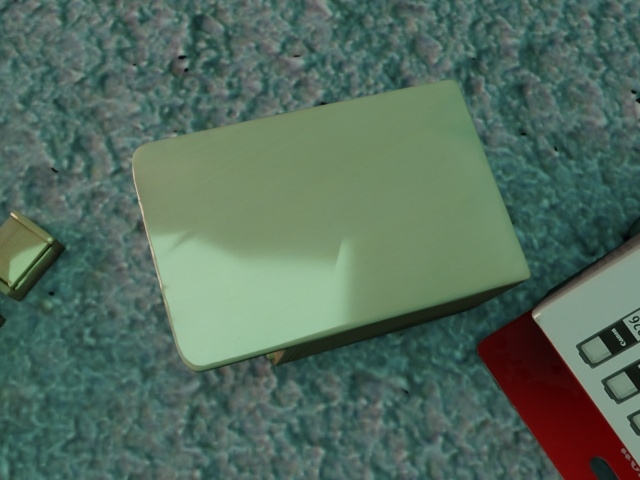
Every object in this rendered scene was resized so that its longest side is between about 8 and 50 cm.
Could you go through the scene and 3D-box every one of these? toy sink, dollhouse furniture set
[{"bbox_3d":[0.000,0.000,0.504,0.234,0.131,0.152,-15,76,-12],"label":"toy sink"},{"bbox_3d":[-0.318,0.019,0.492,0.161,0.101,0.182,34,76,6],"label":"dollhouse furniture set"}]

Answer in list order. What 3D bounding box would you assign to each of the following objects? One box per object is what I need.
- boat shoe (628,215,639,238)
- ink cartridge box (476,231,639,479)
[{"bbox_3d":[0.363,0.091,0.537,0.099,0.116,0.319,-35,85,32],"label":"boat shoe"},{"bbox_3d":[0.283,0.133,0.431,0.272,0.130,0.309,-38,79,18],"label":"ink cartridge box"}]
